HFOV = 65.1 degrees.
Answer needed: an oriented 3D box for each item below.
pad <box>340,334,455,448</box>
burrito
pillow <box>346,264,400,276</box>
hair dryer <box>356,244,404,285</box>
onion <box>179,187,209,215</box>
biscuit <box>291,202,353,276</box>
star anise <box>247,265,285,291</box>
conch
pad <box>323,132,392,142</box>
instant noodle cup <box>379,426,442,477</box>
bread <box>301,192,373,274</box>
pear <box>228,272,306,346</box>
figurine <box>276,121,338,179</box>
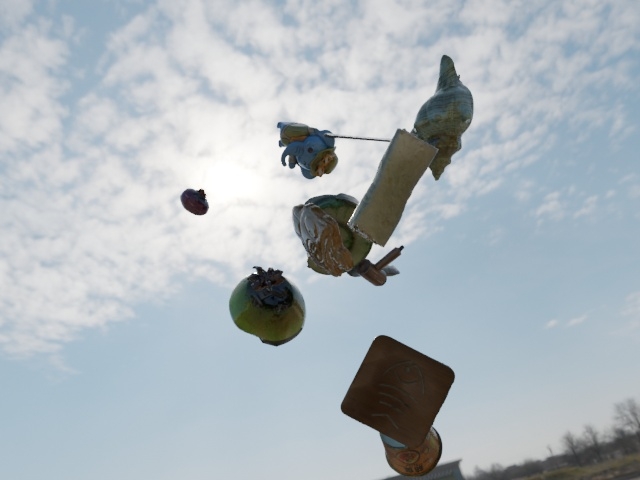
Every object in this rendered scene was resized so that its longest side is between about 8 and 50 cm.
[{"bbox_3d":[0.243,0.472,1.568,0.286,0.284,0.018,27,1,-1],"label":"pad"},{"bbox_3d":[0.154,-0.106,1.144,0.105,0.143,0.299,27,-67,4],"label":"burrito"},{"bbox_3d":[0.225,0.129,2.174,0.232,0.131,0.038,-1,-73,-6],"label":"pillow"},{"bbox_3d":[0.226,0.080,1.751,0.181,0.064,0.117,-40,-50,18],"label":"hair dryer"},{"bbox_3d":[-0.453,-0.145,1.828,0.115,0.115,0.104,25,-74,-48],"label":"onion"},{"bbox_3d":[-0.004,0.002,1.860,0.051,0.376,0.270,-26,-48,-24],"label":"biscuit"},{"bbox_3d":[-0.218,0.157,2.021,0.167,0.168,0.057,-8,-50,-13],"label":"star anise"},{"bbox_3d":[0.373,-0.379,1.540,0.203,0.387,0.169,7,14,37],"label":"conch"},{"bbox_3d":[0.142,-0.308,1.511,0.268,0.270,0.012,5,-77,2],"label":"pad"},{"bbox_3d":[0.308,0.697,1.772,0.215,0.216,0.172,-20,-52,9],"label":"instant noodle cup"},{"bbox_3d":[0.053,-0.024,2.236,0.366,0.129,0.382,27,-72,-26],"label":"bread"},{"bbox_3d":[-0.240,0.295,2.433,0.398,0.399,0.165,-3,-32,-21],"label":"pear"},{"bbox_3d":[-0.056,-0.330,1.832,0.180,0.261,0.154,-66,-17,0],"label":"figurine"}]
